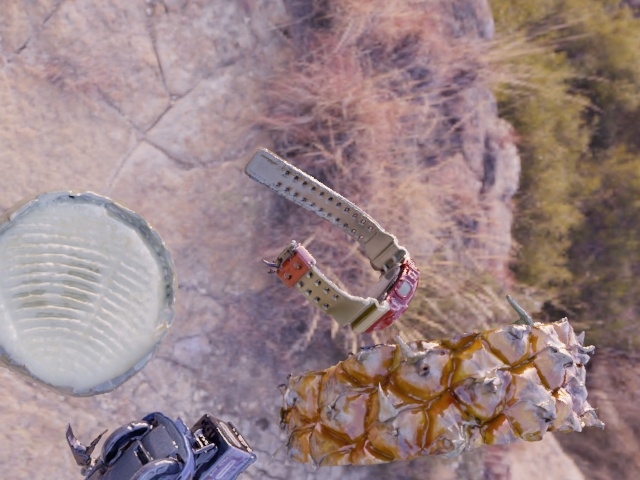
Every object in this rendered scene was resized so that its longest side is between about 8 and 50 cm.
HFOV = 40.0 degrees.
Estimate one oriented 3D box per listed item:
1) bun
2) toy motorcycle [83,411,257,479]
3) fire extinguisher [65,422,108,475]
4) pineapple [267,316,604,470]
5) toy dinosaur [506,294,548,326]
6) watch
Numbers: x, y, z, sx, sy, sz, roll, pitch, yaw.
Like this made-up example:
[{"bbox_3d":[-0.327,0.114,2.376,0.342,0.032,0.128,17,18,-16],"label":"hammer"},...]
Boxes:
[{"bbox_3d":[-0.302,0.063,1.071,0.259,0.152,0.259,5,79,-27],"label":"bun"},{"bbox_3d":[-0.271,0.394,1.248,0.358,0.125,0.212,-46,142,1],"label":"toy motorcycle"},{"bbox_3d":[-0.277,0.402,1.481,0.344,0.138,0.102,26,35,-10],"label":"fire extinguisher"},{"bbox_3d":[0.073,0.103,0.567,0.135,0.233,0.079,59,19,-72],"label":"pineapple"},{"bbox_3d":[0.196,0.086,0.819,0.120,0.060,0.029,37,70,-34],"label":"toy dinosaur"},{"bbox_3d":[0.005,0.007,1.131,0.268,0.102,0.164,33,40,-14],"label":"watch"}]
